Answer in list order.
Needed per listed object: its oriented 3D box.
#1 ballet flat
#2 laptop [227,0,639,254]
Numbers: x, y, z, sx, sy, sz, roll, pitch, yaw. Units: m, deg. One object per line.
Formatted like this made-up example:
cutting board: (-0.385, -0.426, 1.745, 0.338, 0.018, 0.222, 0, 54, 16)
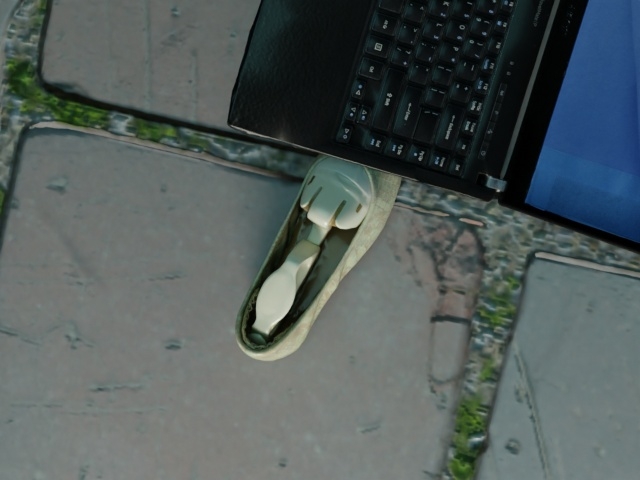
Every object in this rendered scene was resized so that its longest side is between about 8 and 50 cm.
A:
ballet flat: (0.000, 0.000, 1.046, 0.057, 0.052, 0.168, 27, 98, 12)
laptop: (0.111, -0.132, 0.965, 0.264, 0.136, 0.234, 16, 95, -12)
